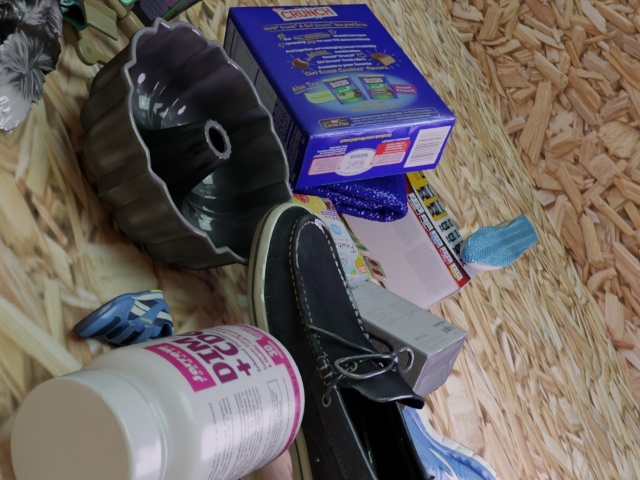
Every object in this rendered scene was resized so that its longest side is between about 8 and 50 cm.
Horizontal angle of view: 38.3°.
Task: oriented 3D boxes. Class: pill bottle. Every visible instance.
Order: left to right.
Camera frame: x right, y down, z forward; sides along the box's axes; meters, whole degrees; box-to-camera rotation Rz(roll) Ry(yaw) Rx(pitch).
[{"bbox_3d":[-0.146,0.174,0.890,0.160,0.160,0.283,62,24,10],"label":"pill bottle"}]

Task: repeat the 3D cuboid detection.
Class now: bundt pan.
[{"bbox_3d":[-0.178,-0.107,1.178,0.331,0.124,0.331,42,37,-43],"label":"bundt pan"}]

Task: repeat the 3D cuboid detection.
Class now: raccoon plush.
[{"bbox_3d":[-0.433,-0.353,1.048,0.216,0.299,0.447,48,54,-56],"label":"raccoon plush"}]

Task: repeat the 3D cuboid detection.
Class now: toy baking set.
[{"bbox_3d":[-0.257,-0.220,1.279,0.256,0.030,0.197,48,35,-37],"label":"toy baking set"}]

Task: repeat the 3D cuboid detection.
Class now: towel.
[{"bbox_3d":[0.037,-0.175,1.568,0.227,0.076,0.308,11,46,-15],"label":"towel"}]

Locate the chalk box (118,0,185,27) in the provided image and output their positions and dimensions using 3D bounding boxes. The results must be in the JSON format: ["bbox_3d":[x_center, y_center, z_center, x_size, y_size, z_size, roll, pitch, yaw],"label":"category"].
[{"bbox_3d":[-0.242,-0.442,1.399,0.180,0.179,0.289,52,34,-13],"label":"chalk box"}]

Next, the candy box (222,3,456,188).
[{"bbox_3d":[0.020,-0.244,1.484,0.268,0.122,0.317,-10,52,-28],"label":"candy box"}]

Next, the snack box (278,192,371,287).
[{"bbox_3d":[0.000,0.000,1.299,0.100,0.037,0.141,4,51,-47],"label":"snack box"}]

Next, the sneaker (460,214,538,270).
[{"bbox_3d":[0.332,0.018,1.781,0.228,0.092,0.087,-15,76,-49],"label":"sneaker"}]

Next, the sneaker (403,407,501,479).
[{"bbox_3d":[0.142,0.344,1.315,0.330,0.129,0.147,44,33,-10],"label":"sneaker"}]

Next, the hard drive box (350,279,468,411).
[{"bbox_3d":[0.067,0.128,1.303,0.232,0.089,0.181,29,16,22],"label":"hard drive box"}]

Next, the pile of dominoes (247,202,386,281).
[{"bbox_3d":[-0.010,-0.015,1.385,0.251,0.040,0.196,9,28,-44],"label":"pile of dominoes"}]

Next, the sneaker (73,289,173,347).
[{"bbox_3d":[-0.208,0.091,1.007,0.144,0.053,0.059,-9,71,-63],"label":"sneaker"}]

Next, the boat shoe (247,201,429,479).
[{"bbox_3d":[0.038,0.179,1.087,0.186,0.156,0.500,18,53,-54],"label":"boat shoe"}]

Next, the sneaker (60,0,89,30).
[{"bbox_3d":[-0.358,-0.333,1.220,0.166,0.065,0.076,18,49,-53],"label":"sneaker"}]

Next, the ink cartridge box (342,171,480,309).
[{"bbox_3d":[0.170,-0.035,1.786,0.310,0.130,0.272,59,22,2],"label":"ink cartridge box"}]
